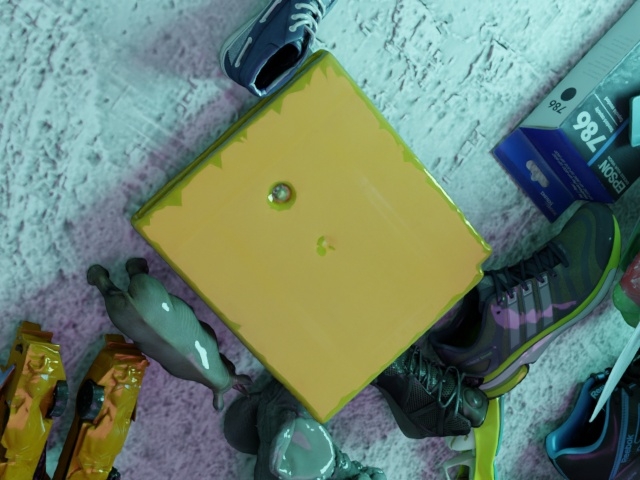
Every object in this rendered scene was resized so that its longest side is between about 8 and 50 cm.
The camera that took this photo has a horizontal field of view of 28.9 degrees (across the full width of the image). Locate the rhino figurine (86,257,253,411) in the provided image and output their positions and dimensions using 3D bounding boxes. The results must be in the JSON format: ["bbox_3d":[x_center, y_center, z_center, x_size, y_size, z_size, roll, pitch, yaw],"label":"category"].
[{"bbox_3d":[-0.154,0.113,1.378,0.073,0.106,0.243,-43,126,-1],"label":"rhino figurine"}]

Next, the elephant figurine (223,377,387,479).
[{"bbox_3d":[-0.032,0.231,1.497,0.169,0.186,0.239,-13,112,25],"label":"elephant figurine"}]

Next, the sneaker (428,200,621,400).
[{"bbox_3d":[0.259,0.068,1.566,0.121,0.111,0.300,32,102,-30],"label":"sneaker"}]

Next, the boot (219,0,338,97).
[{"bbox_3d":[-0.019,-0.227,1.287,0.190,0.086,0.069,-49,126,2],"label":"boot"}]

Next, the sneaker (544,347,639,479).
[{"bbox_3d":[0.457,0.213,1.744,0.140,0.125,0.340,33,96,-34],"label":"sneaker"}]

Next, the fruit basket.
[{"bbox_3d":[0.436,0.013,1.520,0.353,0.165,0.327,-36,151,-41],"label":"fruit basket"}]

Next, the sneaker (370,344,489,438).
[{"bbox_3d":[0.132,0.168,1.538,0.227,0.130,0.087,59,41,-37],"label":"sneaker"}]

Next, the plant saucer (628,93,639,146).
[{"bbox_3d":[0.458,-0.174,1.536,0.192,0.018,0.067,-20,123,-20],"label":"plant saucer"}]

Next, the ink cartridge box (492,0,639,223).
[{"bbox_3d":[0.381,-0.171,1.545,0.332,0.065,0.165,-46,127,1],"label":"ink cartridge box"}]

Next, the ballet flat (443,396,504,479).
[{"bbox_3d":[0.206,0.286,1.684,0.077,0.077,0.230,-6,120,-7],"label":"ballet flat"}]

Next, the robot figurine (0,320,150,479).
[{"bbox_3d":[-0.305,0.239,1.377,0.211,0.085,0.291,13,107,-32],"label":"robot figurine"}]

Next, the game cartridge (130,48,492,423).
[{"bbox_3d":[0.000,0.000,1.381,0.285,0.053,0.323,-42,110,-3],"label":"game cartridge"}]
